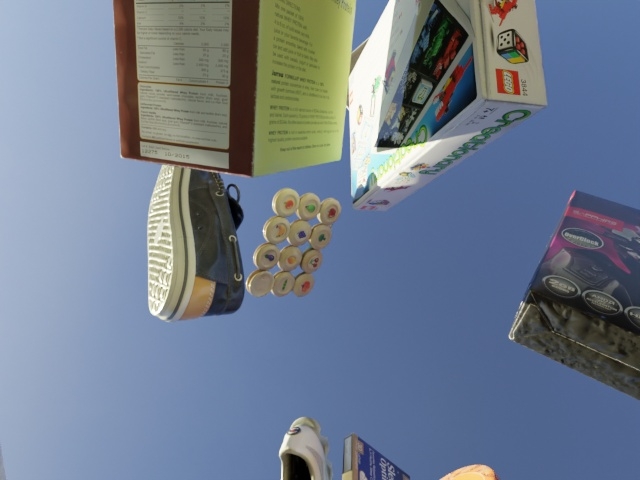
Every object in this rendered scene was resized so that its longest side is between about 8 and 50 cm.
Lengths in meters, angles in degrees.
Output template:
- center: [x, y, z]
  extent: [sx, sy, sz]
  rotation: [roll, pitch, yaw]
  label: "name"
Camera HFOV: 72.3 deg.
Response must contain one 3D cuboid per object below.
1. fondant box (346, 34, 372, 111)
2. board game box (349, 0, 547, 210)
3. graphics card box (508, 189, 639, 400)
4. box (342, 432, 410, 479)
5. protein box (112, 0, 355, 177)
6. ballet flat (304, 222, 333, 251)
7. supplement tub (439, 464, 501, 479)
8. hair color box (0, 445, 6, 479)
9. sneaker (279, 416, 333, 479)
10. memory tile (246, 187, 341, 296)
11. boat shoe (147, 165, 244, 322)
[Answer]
- center: [0.204, -0.362, 1.125]
  extent: [0.238, 0.096, 0.330]
  rotation: [-37, -98, 13]
  label: "fondant box"
- center: [0.096, -0.159, 0.451]
  extent: [0.053, 0.305, 0.193]
  rotation: [1, -100, -13]
  label: "board game box"
- center: [0.440, 0.060, 0.628]
  extent: [0.232, 0.094, 0.371]
  rotation: [26, -140, 26]
  label: "graphics card box"
- center: [0.136, 0.526, 0.922]
  extent: [0.036, 0.225, 0.136]
  rotation: [-41, -163, 21]
  label: "box"
- center: [-0.066, -0.176, 0.408]
  extent: [0.135, 0.199, 0.201]
  rotation: [11, -72, 20]
  label: "protein box"
- center: [0.000, 0.000, 1.144]
  extent: [0.041, 0.041, 0.114]
  rotation: [27, -94, 26]
  label: "ballet flat"
- center: [0.289, 0.526, 0.654]
  extent: [0.193, 0.193, 0.316]
  rotation: [-33, -100, 2]
  label: "supplement tub"
- center: [-0.207, 0.109, 0.082]
  extent: [0.109, 0.339, 0.185]
  rotation: [-10, -92, -8]
  label: "hair color box"
- center: [-0.019, 0.574, 0.945]
  extent: [0.122, 0.146, 0.331]
  rotation: [-23, -95, 18]
  label: "sneaker"
- center: [-0.033, 0.008, 0.580]
  extent: [0.012, 0.113, 0.148]
  rotation: [32, -73, 46]
  label: "memory tile"
- center: [-0.248, -0.050, 0.885]
  extent: [0.187, 0.155, 0.501]
  rotation: [-52, -141, 32]
  label: "boat shoe"
